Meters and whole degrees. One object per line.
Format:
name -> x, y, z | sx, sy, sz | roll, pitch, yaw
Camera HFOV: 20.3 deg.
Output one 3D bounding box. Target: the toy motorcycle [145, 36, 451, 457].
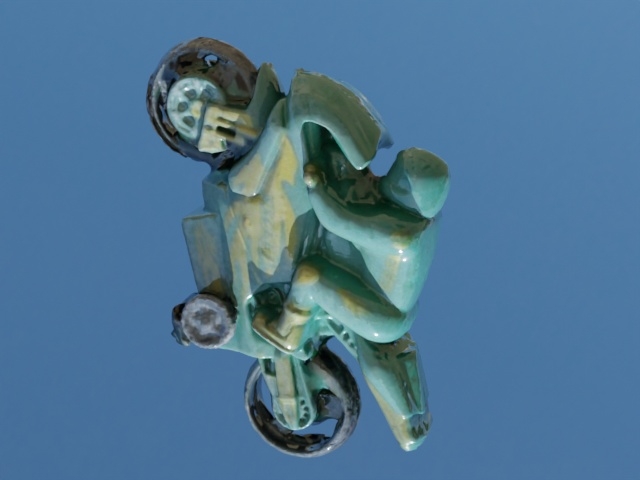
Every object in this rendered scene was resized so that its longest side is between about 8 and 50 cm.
toy motorcycle -> 0.000, 0.002, 1.187 | 0.198, 0.296, 0.109 | -6, -165, 24
